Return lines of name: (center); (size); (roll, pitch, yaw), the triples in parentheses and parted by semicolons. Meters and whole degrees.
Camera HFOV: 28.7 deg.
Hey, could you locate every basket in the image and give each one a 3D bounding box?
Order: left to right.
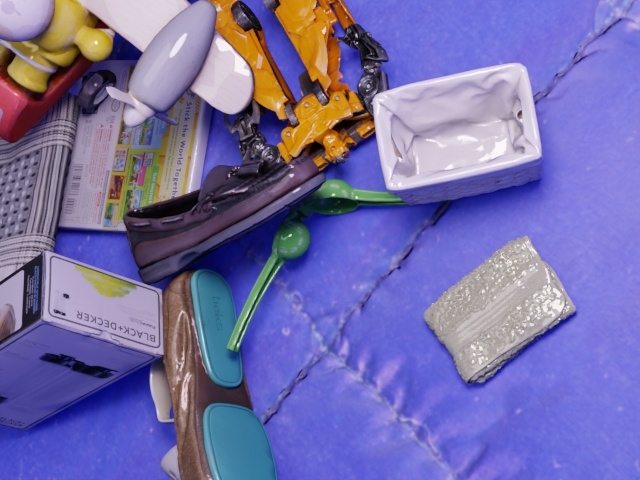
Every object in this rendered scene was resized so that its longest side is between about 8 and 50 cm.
basket: (0.151, -0.107, 1.336); (0.167, 0.103, 0.113); (-11, 74, 13)

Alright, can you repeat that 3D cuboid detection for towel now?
towel: (-0.465, -0.036, 1.636); (0.324, 0.056, 0.312); (-11, 61, 30)
towel: (0.188, 0.074, 1.336); (0.148, 0.027, 0.110); (-39, 63, 15)

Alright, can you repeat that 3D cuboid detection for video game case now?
video game case: (-0.236, -0.121, 1.601); (0.206, 0.026, 0.227); (4, 80, 28)

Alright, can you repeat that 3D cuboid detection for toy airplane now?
toy airplane: (-0.284, -0.304, 1.433); (0.386, 0.272, 0.384); (-3, 107, 22)

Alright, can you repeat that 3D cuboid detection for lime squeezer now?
lime squeezer: (0.000, 0.000, 1.430); (0.310, 0.059, 0.110); (-35, 80, 3)

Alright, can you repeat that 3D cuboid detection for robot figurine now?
robot figurine: (-0.028, -0.205, 1.477); (0.211, 0.085, 0.291); (-34, 65, 18)

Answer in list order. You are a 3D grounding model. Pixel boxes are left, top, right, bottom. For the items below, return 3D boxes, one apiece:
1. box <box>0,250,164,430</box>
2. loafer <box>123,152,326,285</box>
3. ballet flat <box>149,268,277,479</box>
box: (-0.335, 0.126, 1.471); (0.290, 0.169, 0.087); (-30, 52, 38)
loafer: (-0.124, -0.038, 1.426); (0.302, 0.109, 0.095); (-28, 93, 40)
ballet flat: (-0.137, 0.197, 1.426); (0.124, 0.116, 0.342); (-35, 57, 31)
